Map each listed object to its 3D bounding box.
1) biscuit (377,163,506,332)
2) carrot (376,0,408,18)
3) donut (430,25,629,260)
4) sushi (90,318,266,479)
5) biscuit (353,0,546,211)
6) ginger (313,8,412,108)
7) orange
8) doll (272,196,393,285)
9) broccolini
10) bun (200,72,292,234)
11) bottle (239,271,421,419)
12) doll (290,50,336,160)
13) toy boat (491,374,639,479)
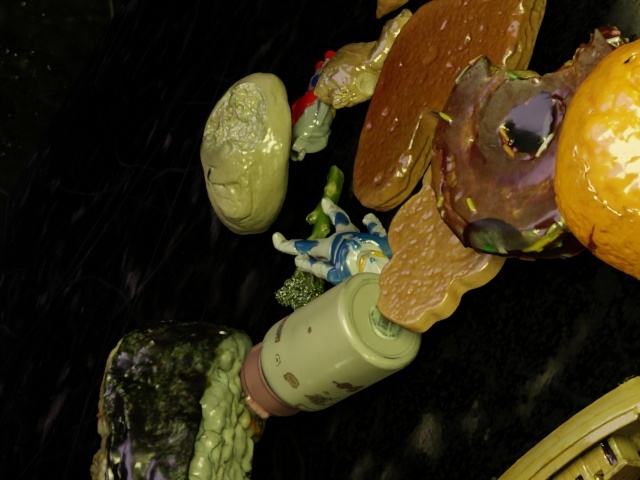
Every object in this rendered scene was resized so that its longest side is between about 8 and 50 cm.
[{"bbox_3d":[0.136,-0.017,1.217,0.144,0.040,0.236,22,82,51],"label":"biscuit"},{"bbox_3d":[0.128,-0.372,1.591,0.205,0.072,0.072,-50,28,32],"label":"carrot"},{"bbox_3d":[0.208,-0.080,1.095,0.230,0.096,0.216,-19,59,40],"label":"donut"},{"bbox_3d":[-0.170,0.248,1.370,0.171,0.211,0.350,-5,50,14],"label":"sushi"},{"bbox_3d":[0.145,-0.163,1.378,0.277,0.052,0.262,-11,61,59],"label":"biscuit"},{"bbox_3d":[0.062,-0.240,1.595,0.165,0.067,0.096,-43,29,11],"label":"ginger"},{"bbox_3d":[0.268,-0.060,0.899,0.193,0.161,0.193,-6,71,16],"label":"orange"},{"bbox_3d":[0.036,0.010,1.390,0.114,0.057,0.227,-31,33,-17],"label":"doll"},{"bbox_3d":[0.002,0.000,1.517,0.067,0.058,0.216,-32,29,44],"label":"broccolini"},{"bbox_3d":[-0.108,-0.117,1.670,0.210,0.116,0.237,-107,22,-58],"label":"bun"},{"bbox_3d":[-0.001,0.124,1.311,0.233,0.110,0.110,-35,37,47],"label":"bottle"},{"bbox_3d":[-0.008,-0.183,1.681,0.104,0.062,0.195,-23,38,38],"label":"doll"},{"bbox_3d":[0.203,0.179,0.926,0.206,0.064,0.072,-47,44,32],"label":"toy boat"}]
